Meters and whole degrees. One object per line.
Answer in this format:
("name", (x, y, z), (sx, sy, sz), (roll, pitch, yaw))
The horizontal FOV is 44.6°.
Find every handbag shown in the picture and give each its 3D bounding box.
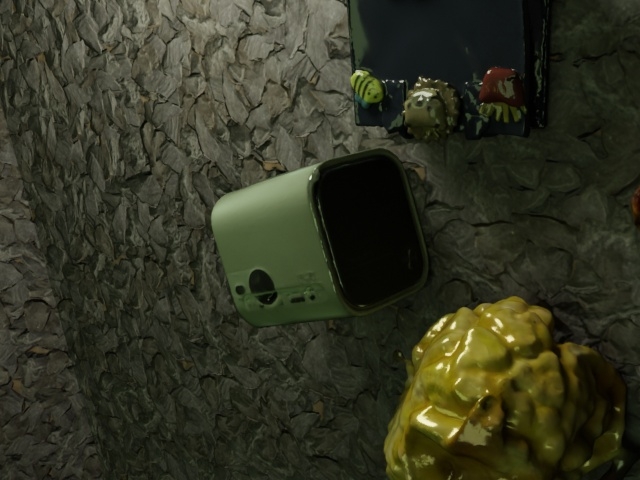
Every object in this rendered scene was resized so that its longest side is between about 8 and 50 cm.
("handbag", (0.179, -0.303, 1.151), (0.303, 0.122, 0.329), (11, 112, 39))

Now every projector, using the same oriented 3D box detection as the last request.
("projector", (0.000, 0.000, 1.317), (0.249, 0.248, 0.248), (-13, 94, 44))

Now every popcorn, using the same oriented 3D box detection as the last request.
("popcorn", (0.276, 0.268, 1.148), (0.382, 0.349, 0.349), (25, 123, 5))

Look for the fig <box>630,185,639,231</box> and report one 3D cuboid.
("fig", (0.503, -0.025, 0.887), (0.263, 0.224, 0.224), (32, 123, 39))
